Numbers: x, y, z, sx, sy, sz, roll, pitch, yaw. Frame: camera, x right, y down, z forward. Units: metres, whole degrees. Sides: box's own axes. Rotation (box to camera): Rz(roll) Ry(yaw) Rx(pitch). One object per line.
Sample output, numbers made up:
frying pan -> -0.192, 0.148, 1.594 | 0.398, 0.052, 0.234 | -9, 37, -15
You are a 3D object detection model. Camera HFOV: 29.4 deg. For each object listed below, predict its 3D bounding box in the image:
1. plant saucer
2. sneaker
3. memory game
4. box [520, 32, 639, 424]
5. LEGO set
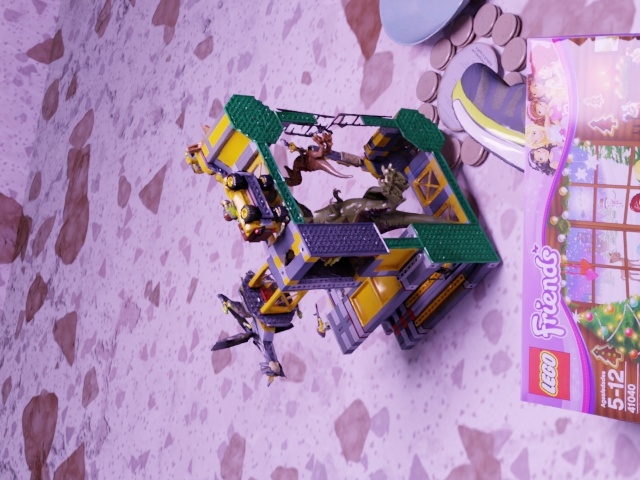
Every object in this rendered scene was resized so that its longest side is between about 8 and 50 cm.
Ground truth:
plant saucer -> 0.137, -0.306, 1.370 | 0.195, 0.037, 0.195 | -34, 48, 47
sneaker -> 0.231, -0.102, 1.088 | 0.300, 0.111, 0.121 | 43, 107, 48
memory game -> 0.159, -0.163, 1.302 | 0.186, 0.012, 0.186 | -32, 51, 49
box -> 0.250, -0.008, 0.916 | 0.201, 0.057, 0.293 | 6, 99, 42
LEGO set -> 0.000, 0.000, 1.225 | 0.192, 0.331, 0.255 | -50, 62, 38
